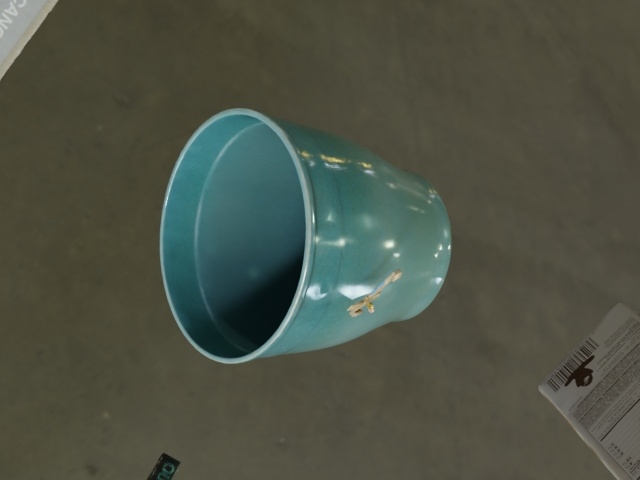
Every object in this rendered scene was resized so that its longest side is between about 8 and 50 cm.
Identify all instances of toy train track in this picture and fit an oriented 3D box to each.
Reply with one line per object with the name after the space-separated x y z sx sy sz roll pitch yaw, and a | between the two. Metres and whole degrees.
0.056 0.055 1.222 0.048 0.083 0.014 -23 73 -44 | toy train track

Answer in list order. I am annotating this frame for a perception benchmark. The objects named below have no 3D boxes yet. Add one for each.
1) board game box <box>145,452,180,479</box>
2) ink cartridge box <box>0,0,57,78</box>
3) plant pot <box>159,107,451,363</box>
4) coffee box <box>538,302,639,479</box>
-0.211 0.326 1.294 0.026 0.126 0.186 30 48 -3 | board game box
-0.301 -0.108 0.735 0.272 0.130 0.309 30 77 10 | ink cartridge box
0.000 0.000 1.389 0.255 0.271 0.272 3 60 -39 | plant pot
0.257 0.147 0.848 0.141 0.098 0.246 43 4 -11 | coffee box
